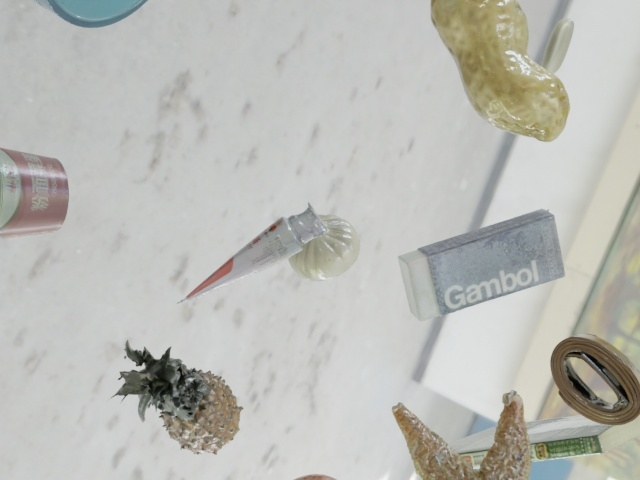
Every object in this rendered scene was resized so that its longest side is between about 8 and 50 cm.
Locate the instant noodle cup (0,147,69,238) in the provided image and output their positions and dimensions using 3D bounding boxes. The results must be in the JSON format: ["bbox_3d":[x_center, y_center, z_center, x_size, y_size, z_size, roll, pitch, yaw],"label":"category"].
[{"bbox_3d":[-0.698,-0.108,2.186,0.178,0.234,0.235,-1,117,-41],"label":"instant noodle cup"}]

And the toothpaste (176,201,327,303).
[{"bbox_3d":[-0.100,0.029,1.373,0.234,0.057,0.089,-33,179,2],"label":"toothpaste"}]

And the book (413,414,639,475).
[{"bbox_3d":[0.277,0.251,1.204,0.202,0.264,0.027,-4,78,-49],"label":"book"}]

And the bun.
[{"bbox_3d":[0.000,0.000,1.736,0.138,0.138,0.094,-55,144,-29],"label":"bun"}]

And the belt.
[{"bbox_3d":[0.223,0.114,0.770,0.059,0.083,0.036,-50,161,16],"label":"belt"}]

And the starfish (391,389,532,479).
[{"bbox_3d":[0.158,0.274,1.023,0.295,0.231,0.048,-15,155,-5],"label":"starfish"}]

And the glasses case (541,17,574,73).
[{"bbox_3d":[0.327,-0.267,1.314,0.032,0.021,0.083,-21,138,-34],"label":"glasses case"}]

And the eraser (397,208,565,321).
[{"bbox_3d":[0.215,0.033,1.257,0.046,0.212,0.092,-132,-155,-71],"label":"eraser"}]

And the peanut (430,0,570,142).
[{"bbox_3d":[0.204,-0.211,1.099,0.103,0.230,0.098,-27,177,13],"label":"peanut"}]

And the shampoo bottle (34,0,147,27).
[{"bbox_3d":[-0.465,-0.591,1.640,0.331,0.342,0.331,-45,156,-26],"label":"shampoo bottle"}]

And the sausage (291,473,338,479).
[{"bbox_3d":[-0.049,0.405,1.219,0.258,0.133,0.133,-55,165,17],"label":"sausage"}]

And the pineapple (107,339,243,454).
[{"bbox_3d":[-0.269,0.278,1.737,0.166,0.165,0.364,-60,151,-16],"label":"pineapple"}]
